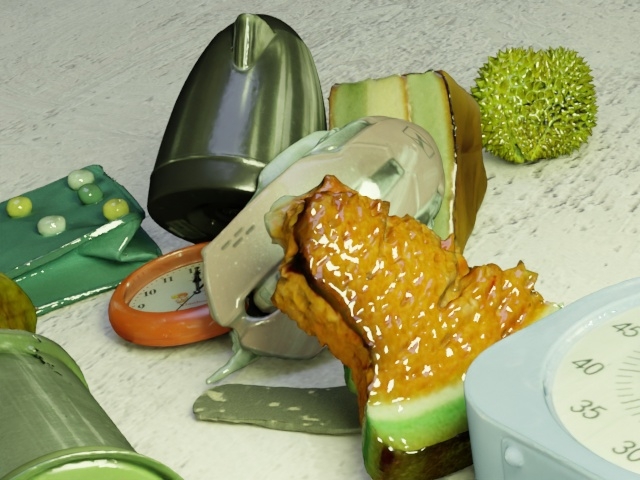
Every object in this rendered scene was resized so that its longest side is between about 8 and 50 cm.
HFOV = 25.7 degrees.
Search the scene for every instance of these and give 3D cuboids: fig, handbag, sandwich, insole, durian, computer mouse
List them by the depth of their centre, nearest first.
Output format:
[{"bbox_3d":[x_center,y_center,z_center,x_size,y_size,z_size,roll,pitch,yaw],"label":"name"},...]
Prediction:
[{"bbox_3d":[0.060,0.075,1.259,0.250,0.301,0.162,-33,-13,-34],"label":"sandwich"},{"bbox_3d":[-0.008,0.160,1.334,0.248,0.011,0.081,0,25,24],"label":"insole"},{"bbox_3d":[0.003,-0.003,1.454,0.389,0.199,0.115,-47,-3,-28],"label":"computer mouse"},{"bbox_3d":[-0.374,0.092,1.498,0.154,0.144,0.166,34,17,14],"label":"fig"},{"bbox_3d":[0.114,-0.066,1.676,0.155,0.227,0.198,-5,-11,19],"label":"sandwich"},{"bbox_3d":[-0.356,-0.003,1.744,0.274,0.100,0.269,-18,26,-17],"label":"handbag"},{"bbox_3d":[0.278,-0.181,1.795,0.198,0.146,0.159,-28,30,-27],"label":"durian"}]

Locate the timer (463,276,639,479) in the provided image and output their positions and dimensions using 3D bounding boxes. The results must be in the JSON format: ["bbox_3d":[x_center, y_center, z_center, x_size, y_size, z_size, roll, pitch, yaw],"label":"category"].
[{"bbox_3d":[0.330,0.130,1.055,0.395,0.173,0.395,-10,23,4],"label":"timer"}]

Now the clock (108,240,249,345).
[{"bbox_3d":[-0.137,0.060,1.564,0.205,0.051,0.205,-11,24,5],"label":"clock"}]

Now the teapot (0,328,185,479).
[{"bbox_3d":[-0.262,0.193,1.120,0.270,0.200,0.337,12,10,-28],"label":"teapot"}]

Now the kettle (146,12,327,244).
[{"bbox_3d":[-0.069,-0.135,1.665,0.207,0.251,0.271,-10,64,39],"label":"kettle"}]
